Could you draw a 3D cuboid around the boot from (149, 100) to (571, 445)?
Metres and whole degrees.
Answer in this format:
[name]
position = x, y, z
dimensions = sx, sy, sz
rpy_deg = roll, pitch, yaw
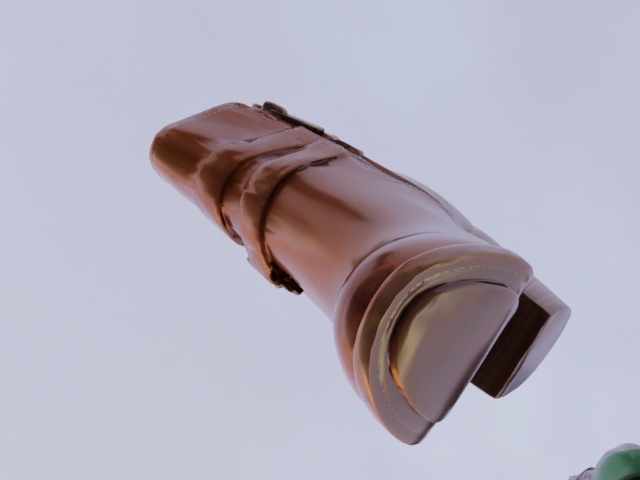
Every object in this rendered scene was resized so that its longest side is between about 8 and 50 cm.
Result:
[boot]
position = 0.000, 0.000, 0.661
dimensions = 0.152, 0.197, 0.073
rpy_deg = 35, -85, 17

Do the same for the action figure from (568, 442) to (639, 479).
[action figure]
position = 0.143, 0.153, 0.899
dimensions = 0.137, 0.063, 0.232
rpy_deg = 37, -37, 4
